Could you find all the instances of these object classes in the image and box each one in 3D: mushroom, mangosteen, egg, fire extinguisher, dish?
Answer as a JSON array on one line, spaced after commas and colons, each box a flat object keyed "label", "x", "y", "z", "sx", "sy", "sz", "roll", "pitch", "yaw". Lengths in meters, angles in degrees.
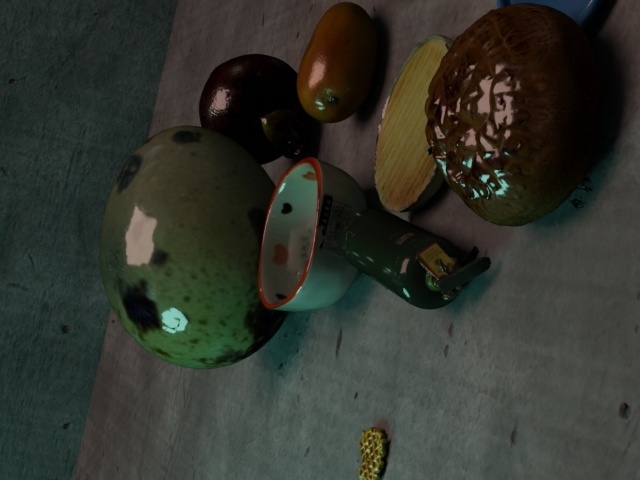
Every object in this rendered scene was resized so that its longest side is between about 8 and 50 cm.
[{"label": "mushroom", "x": 0.216, "y": -0.140, "z": 1.404, "sx": 0.253, "sy": 0.153, "sz": 0.253, "roll": -179, "pitch": 90, "yaw": -66}, {"label": "mangosteen", "x": -0.116, "y": -0.236, "z": 2.287, "sx": 0.216, "sy": 0.216, "sz": 0.216, "roll": -167, "pitch": 90, "yaw": -71}, {"label": "egg", "x": -0.215, "y": 0.011, "z": 2.168, "sx": 0.345, "sy": 0.345, "sz": 0.428, "roll": -20, "pitch": 84, "yaw": 67}, {"label": "fire extinguisher", "x": 0.123, "y": 0.023, "z": 1.647, "sx": 0.114, "sy": 0.095, "sz": 0.311, "roll": -36, "pitch": 19, "yaw": -6}, {"label": "dish", "x": 0.000, "y": 0.000, "z": 1.953, "sx": 0.256, "sy": 0.117, "sz": 0.256, "roll": -167, "pitch": 90, "yaw": -68}]

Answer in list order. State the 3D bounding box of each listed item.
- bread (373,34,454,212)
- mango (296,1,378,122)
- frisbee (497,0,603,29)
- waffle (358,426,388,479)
[{"label": "bread", "x": 0.146, "y": -0.164, "z": 1.772, "sx": 0.267, "sy": 0.040, "sz": 0.267, "roll": -166, "pitch": 90, "yaw": -70}, {"label": "mango", "x": 0.032, "y": -0.300, "z": 2.054, "sx": 0.151, "sy": 0.120, "sz": 0.221, "roll": 151, "pitch": 136, "yaw": -66}, {"label": "frisbee", "x": 0.290, "y": -0.339, "z": 1.476, "sx": 0.242, "sy": 0.045, "sz": 0.242, "roll": -28, "pitch": 59, "yaw": 60}, {"label": "waffle", "x": 0.071, "y": 0.301, "z": 1.726, "sx": 0.078, "sy": 0.016, "sz": 0.085, "roll": 154, "pitch": 125, "yaw": -66}]
